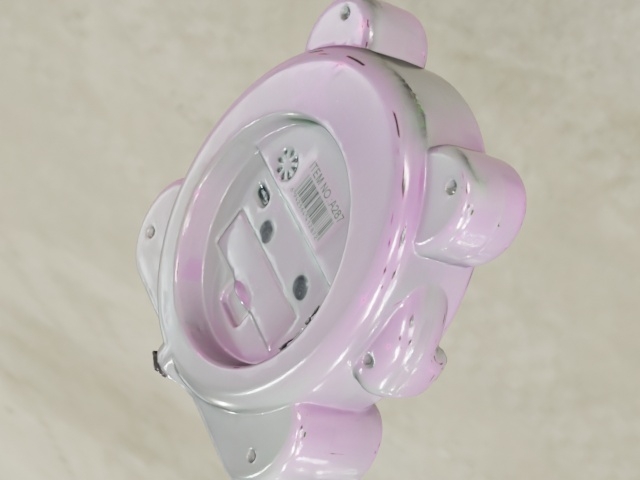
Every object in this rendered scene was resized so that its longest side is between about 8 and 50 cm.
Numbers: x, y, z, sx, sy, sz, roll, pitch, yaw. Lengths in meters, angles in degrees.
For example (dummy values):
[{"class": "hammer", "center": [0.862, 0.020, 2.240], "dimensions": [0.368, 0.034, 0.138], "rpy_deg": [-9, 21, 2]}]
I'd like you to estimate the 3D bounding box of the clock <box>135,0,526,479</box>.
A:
[{"class": "clock", "center": [0.000, 0.000, 1.003], "dimensions": [0.090, 0.248, 0.227], "rpy_deg": [12, -142, -41]}]
